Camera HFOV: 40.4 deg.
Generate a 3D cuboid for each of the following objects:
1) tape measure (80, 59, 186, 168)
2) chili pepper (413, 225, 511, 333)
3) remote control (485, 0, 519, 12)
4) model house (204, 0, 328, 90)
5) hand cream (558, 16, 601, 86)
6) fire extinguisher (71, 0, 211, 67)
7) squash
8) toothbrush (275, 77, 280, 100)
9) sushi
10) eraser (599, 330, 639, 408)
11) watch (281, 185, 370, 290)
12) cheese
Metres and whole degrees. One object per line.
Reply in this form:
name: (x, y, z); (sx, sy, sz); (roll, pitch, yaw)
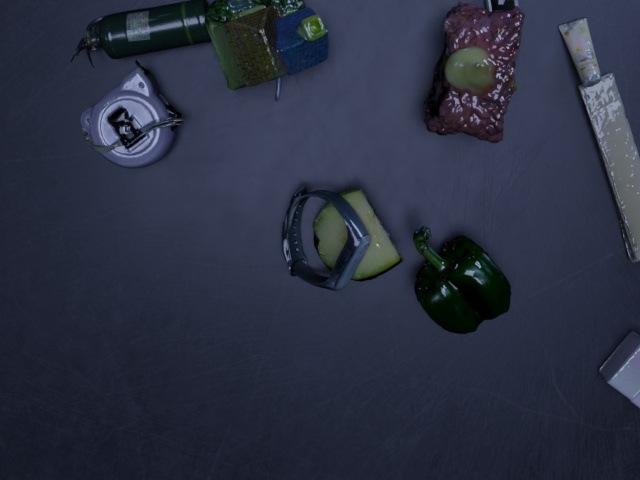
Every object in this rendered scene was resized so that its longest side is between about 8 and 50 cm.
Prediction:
tape measure: (-0.387, -0.242, 1.807); (0.196, 0.105, 0.178); (-43, 97, 7)
chili pepper: (0.278, 0.066, 1.816); (0.174, 0.165, 0.261); (-35, 102, 26)
remote control: (0.353, -0.581, 1.757); (0.067, 0.029, 0.260); (-10, 100, 4)
model house: (-0.088, -0.403, 1.691); (0.214, 0.189, 0.195); (-22, 110, -17)
hand cream: (0.537, -0.385, 1.777); (0.061, 0.039, 0.143); (-17, 82, 8)
fire extinguisher: (-0.370, -0.426, 1.780); (0.294, 0.093, 0.118); (-9, 74, 4)
squash: (0.080, -0.011, 1.861); (0.184, 0.085, 0.192); (-28, 92, 36)
toothbrush: (-0.081, -0.388, 1.815); (0.019, 0.013, 0.193); (6, 100, -8)
sushi: (0.302, -0.333, 1.708); (0.171, 0.236, 0.270); (13, 105, 8)
eraser: (0.760, 0.333, 1.889); (0.287, 0.086, 0.130); (36, 101, -5)
watch: (0.000, 0.000, 1.825); (0.193, 0.068, 0.206); (38, 121, 21)
cheese: (0.637, -0.151, 1.828); (0.085, 0.034, 0.400); (-19, 100, 5)
